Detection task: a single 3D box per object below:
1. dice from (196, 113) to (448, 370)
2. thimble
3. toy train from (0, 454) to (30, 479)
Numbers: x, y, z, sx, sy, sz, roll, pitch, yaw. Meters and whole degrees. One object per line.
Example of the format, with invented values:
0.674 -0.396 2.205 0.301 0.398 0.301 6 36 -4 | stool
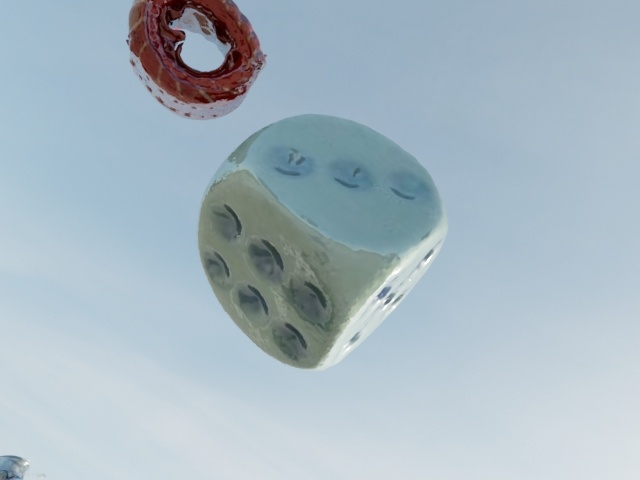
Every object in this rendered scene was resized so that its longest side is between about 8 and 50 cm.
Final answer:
0.000 0.000 0.687 0.268 0.262 0.265 43 -43 18 | dice
-0.185 -0.271 0.687 0.189 0.163 0.125 37 -10 -14 | thimble
-0.360 0.401 0.503 0.131 0.300 0.202 -13 -52 6 | toy train
